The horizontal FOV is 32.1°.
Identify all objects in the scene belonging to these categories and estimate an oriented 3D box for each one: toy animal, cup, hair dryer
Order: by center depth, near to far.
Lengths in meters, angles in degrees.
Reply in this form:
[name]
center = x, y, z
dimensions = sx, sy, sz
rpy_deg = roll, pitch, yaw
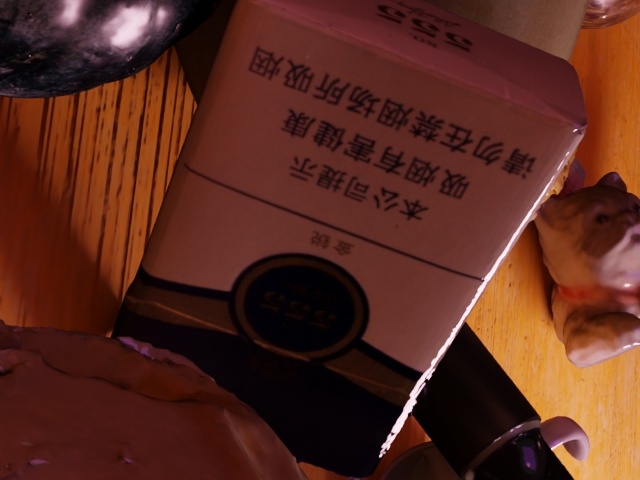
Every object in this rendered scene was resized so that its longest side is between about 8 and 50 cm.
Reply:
[hair dryer]
center = 0.042, 0.139, 0.779
dimensions = 0.248, 0.196, 0.078
rpy_deg = -16, 146, -36
[cup]
center = 0.136, 0.214, 0.917
dimensions = 0.142, 0.134, 0.174
rpy_deg = 19, 87, -58
[toy animal]
center = 0.353, 0.024, 1.228
dimensions = 0.307, 0.188, 0.266
rpy_deg = -25, 160, -20

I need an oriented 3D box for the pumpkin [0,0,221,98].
[pumpkin]
center = -0.128, -0.178, 0.468
dimensions = 0.233, 0.163, 0.233
rpy_deg = -4, 96, -47

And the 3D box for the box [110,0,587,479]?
[box]
center = 0.000, 0.000, 0.565
dimensions = 0.071, 0.168, 0.259
rpy_deg = -81, -167, -55

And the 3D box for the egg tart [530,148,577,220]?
[egg tart]
center = 0.103, -0.151, 0.897
dimensions = 0.297, 0.132, 0.297
rpy_deg = 39, 43, -49

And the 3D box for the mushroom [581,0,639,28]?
[mushroom]
center = 0.217, -0.306, 0.988
dimensions = 0.153, 0.253, 0.253
rpy_deg = -30, 125, -7

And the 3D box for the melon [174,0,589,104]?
[melon]
center = 0.032, -0.166, 0.646
dimensions = 0.271, 0.271, 0.308
rpy_deg = -16, 135, -57

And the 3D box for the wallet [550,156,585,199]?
[wallet]
center = 0.252, -0.070, 1.223
dimensions = 0.196, 0.020, 0.103
rpy_deg = 35, 60, -54

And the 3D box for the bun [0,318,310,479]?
[bun]
center = -0.117, 0.097, 0.377
dimensions = 0.287, 0.287, 0.146
rpy_deg = -1, 96, -58
